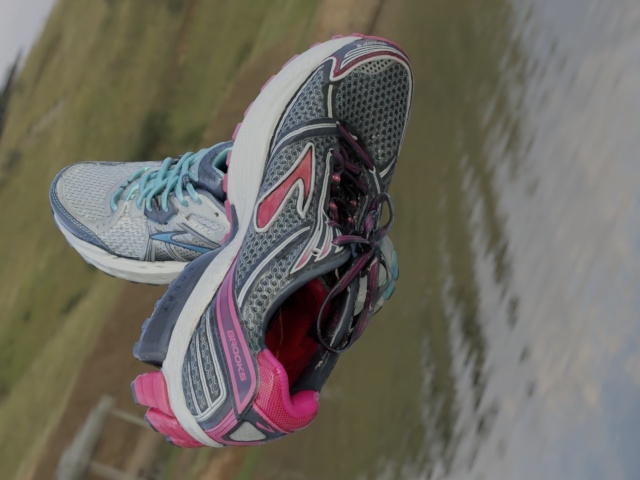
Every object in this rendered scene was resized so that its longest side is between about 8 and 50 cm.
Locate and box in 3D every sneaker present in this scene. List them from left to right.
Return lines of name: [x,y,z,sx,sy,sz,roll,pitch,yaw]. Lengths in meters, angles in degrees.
sneaker: [-0.079,-0.032,1.189,0.122,0.283,0.110,74,-145,-48]
sneaker: [0.000,0.000,1.006,0.112,0.121,0.299,-6,52,44]
